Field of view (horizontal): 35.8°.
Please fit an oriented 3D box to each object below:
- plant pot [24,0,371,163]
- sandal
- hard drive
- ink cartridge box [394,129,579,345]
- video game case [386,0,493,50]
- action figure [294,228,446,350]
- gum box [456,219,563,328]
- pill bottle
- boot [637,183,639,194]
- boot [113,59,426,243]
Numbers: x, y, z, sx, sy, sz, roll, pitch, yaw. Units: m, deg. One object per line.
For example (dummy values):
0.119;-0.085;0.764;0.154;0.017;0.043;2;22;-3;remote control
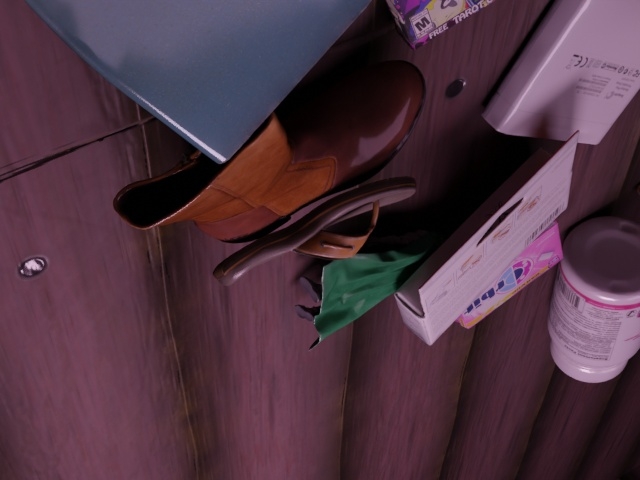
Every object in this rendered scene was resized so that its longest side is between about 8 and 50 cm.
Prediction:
-0.121;-0.200;0.668;0.165;0.165;0.234;-47;138;12;plant pot
0.000;0.000;0.987;0.219;0.060;0.090;-27;177;-9;sandal
0.358;-0.271;1.153;0.233;0.047;0.353;0;132;-45;hard drive
0.204;-0.010;1.240;0.275;0.060;0.239;-44;157;-8;ink cartridge box
0.146;-0.304;0.880;0.232;0.041;0.210;-31;144;0;video game case
0.073;0.037;1.236;0.232;0.063;0.137;-23;143;-35;action figure
0.249;0.037;1.407;0.188;0.062;0.107;-36;147;-4;gum box
0.454;0.104;1.601;0.160;0.160;0.283;-29;147;-15;pill bottle
0.556;-0.077;1.591;0.119;0.042;0.087;-9;163;-1;boot
-0.029;-0.095;0.872;0.264;0.096;0.280;-29;171;7;boot
